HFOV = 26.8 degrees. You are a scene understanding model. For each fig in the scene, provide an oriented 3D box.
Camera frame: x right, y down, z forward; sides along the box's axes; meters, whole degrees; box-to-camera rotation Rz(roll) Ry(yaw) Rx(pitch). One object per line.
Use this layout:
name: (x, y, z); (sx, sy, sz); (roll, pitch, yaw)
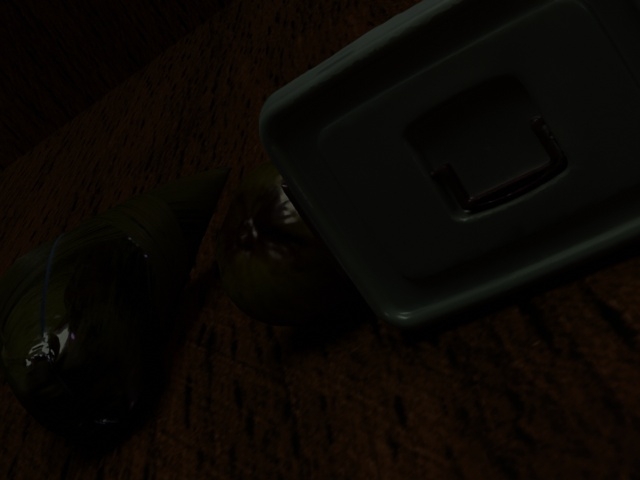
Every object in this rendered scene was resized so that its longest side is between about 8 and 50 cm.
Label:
fig: (-0.008, -0.003, 1.018); (0.153, 0.121, 0.136); (-10, 65, 20)

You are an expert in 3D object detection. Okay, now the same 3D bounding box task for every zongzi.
zongzi: (-0.162, 0.034, 1.218); (0.300, 0.138, 0.286); (-39, 20, -12)

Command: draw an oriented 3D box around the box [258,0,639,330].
box: (0.130, -0.087, 0.874); (0.294, 0.193, 0.167); (-26, 12, 35)
